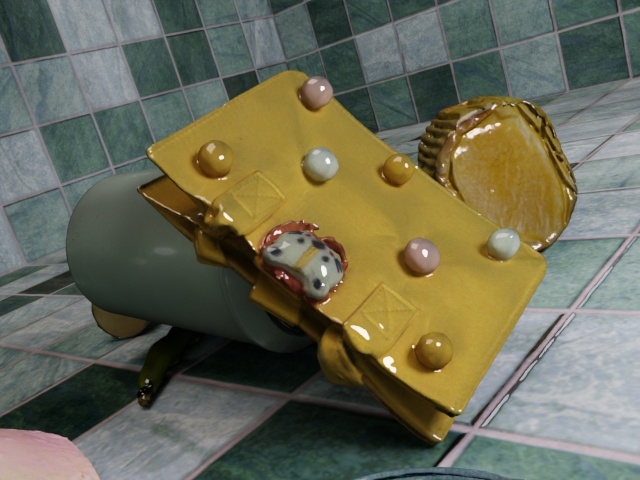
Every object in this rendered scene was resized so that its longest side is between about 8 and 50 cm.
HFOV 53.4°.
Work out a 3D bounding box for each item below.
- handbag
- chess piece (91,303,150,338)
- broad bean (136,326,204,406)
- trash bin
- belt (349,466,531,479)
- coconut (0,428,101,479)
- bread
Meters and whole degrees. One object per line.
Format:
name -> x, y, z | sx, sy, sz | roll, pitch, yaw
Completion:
handbag -> 0.034, -0.005, 0.684 | 0.283, 0.401, 0.133 | -40, -14, -43
chess piece -> -0.327, 0.076, 1.353 | 0.117, 0.117, 0.397 | -13, 12, 17
broad bean -> -0.232, 0.170, 0.992 | 0.060, 0.043, 0.297 | -3, 17, 12
trash bin -> -0.153, 0.009, 0.955 | 0.432, 0.280, 0.280 | 1, 22, 37
belt -> 0.058, 0.213, 0.312 | 0.267, 0.116, 0.206 | -14, 17, 23
coconut -> -0.219, 0.218, 0.355 | 0.233, 0.245, 0.233 | -17, 16, 5
bread -> 0.266, -0.096, 0.995 | 0.227, 0.253, 0.142 | -27, 13, -4
